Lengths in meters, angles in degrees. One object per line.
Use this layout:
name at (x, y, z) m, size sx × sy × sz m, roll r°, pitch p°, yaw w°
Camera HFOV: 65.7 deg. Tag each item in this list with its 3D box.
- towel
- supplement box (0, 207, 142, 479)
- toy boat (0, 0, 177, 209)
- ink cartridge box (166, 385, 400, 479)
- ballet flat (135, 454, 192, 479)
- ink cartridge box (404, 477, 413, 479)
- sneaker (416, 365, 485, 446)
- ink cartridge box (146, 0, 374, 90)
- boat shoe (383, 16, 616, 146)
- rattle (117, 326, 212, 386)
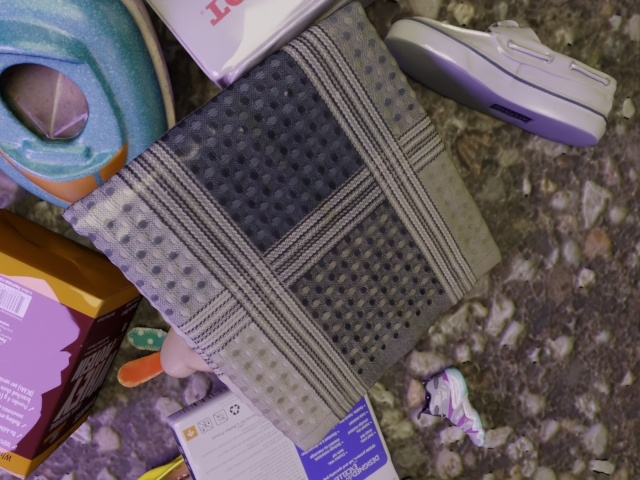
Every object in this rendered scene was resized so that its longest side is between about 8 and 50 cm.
towel at (0.000, 0.000, 0.473) m, size 0.312 × 0.056 × 0.324 m, roll -42°, pitch 113°, yaw -12°
supplement box at (-0.323, 0.095, 0.519) m, size 0.191 × 0.129 × 0.194 m, roll 26°, pitch 95°, yaw -2°
toy boat at (-0.294, -0.112, 0.441) m, size 0.318 × 0.148 × 0.267 m, roll 0°, pitch 140°, yaw -5°
ink cartridge box at (-0.029, 0.237, 0.543) m, size 0.206 × 0.045 × 0.208 m, roll -23°, pitch 94°, yaw -25°
ballet flat at (-0.131, 0.268, 0.568) m, size 0.231 × 0.077 × 0.077 m, roll -33°, pitch 97°, yaw 2°
ink cartridge box at (0.084, 0.413, 0.509) m, size 0.171 × 0.232 × 0.168 m, roll -29°, pitch 98°, yaw 2°
sneaker at (0.149, 0.205, 0.589) m, size 0.069 × 0.038 × 0.098 m, roll -22°, pitch 86°, yaw 3°
ink cartridge box at (-0.099, -0.365, 0.461) m, size 0.279 × 0.160 × 0.384 m, roll -38°, pitch 95°, yaw 4°
boat shoe at (0.193, -0.185, 0.528) m, size 0.258 × 0.095 × 0.084 m, roll 21°, pitch 91°, yaw -14°
rattle at (-0.115, 0.111, 0.577) m, size 0.199 × 0.143 × 0.130 m, roll -46°, pitch 62°, yaw 18°
